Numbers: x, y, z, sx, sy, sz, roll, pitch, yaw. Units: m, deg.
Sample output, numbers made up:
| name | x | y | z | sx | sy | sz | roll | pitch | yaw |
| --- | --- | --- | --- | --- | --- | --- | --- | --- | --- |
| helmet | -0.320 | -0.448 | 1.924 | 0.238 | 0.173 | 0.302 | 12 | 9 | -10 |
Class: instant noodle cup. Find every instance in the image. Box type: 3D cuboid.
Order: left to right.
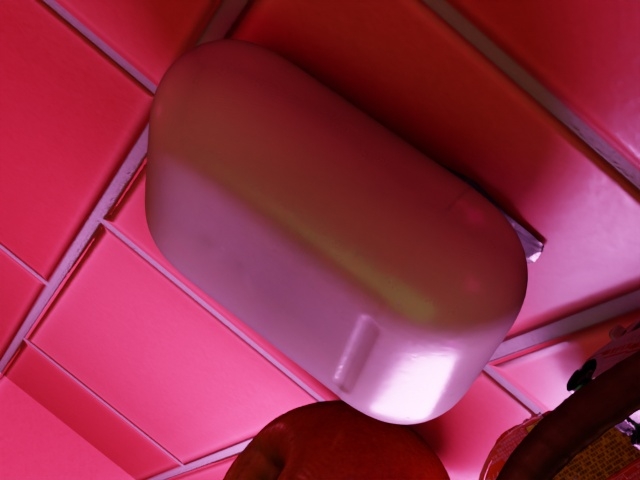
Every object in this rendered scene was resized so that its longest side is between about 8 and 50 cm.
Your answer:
| name | x | y | z | sx | sy | sz | roll | pitch | yaw |
| --- | --- | --- | --- | --- | --- | --- | --- | --- | --- |
| instant noodle cup | 0.271 | 0.288 | 1.187 | 0.193 | 0.193 | 0.212 | 18 | 157 | 35 |

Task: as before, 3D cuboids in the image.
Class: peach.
| name | x | y | z | sx | sy | sz | roll | pitch | yaw |
| --- | --- | --- | --- | --- | --- | --- | --- | --- | --- |
| peach | 0.035 | 0.351 | 1.449 | 0.308 | 0.308 | 0.332 | 5 | 144 | 49 |

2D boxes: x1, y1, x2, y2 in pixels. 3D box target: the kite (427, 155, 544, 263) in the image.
| name | x | y | z | sx | sy | sz | roll | pitch | yaw |
| --- | --- | --- | --- | --- | --- | --- | --- | --- | --- |
| kite | 0.096 | 0.018 | 1.117 | 0.169 | 0.015 | 0.310 | 32 | 154 | 8 |

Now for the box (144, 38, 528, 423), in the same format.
| name | x | y | z | sx | sy | sz | roll | pitch | yaw |
| --- | --- | --- | --- | --- | --- | --- | --- | --- | --- |
| box | 0.001 | -0.001 | 1.039 | 0.349 | 0.141 | 0.288 | 37 | 150 | 11 |

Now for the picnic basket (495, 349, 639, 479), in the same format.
| name | x | y | z | sx | sy | sz | roll | pitch | yaw |
| --- | --- | --- | --- | --- | --- | --- | --- | --- | --- |
| picnic basket | 0.236 | 0.149 | 0.641 | 0.337 | 0.337 | 0.293 | 7 | 138 | 48 |

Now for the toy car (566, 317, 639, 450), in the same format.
| name | x | y | z | sx | sy | sz | roll | pitch | yaw |
| --- | --- | --- | --- | --- | --- | --- | --- | --- | --- |
| toy car | 0.274 | 0.091 | 0.910 | 0.089 | 0.108 | 0.210 | 37 | 160 | -5 |
